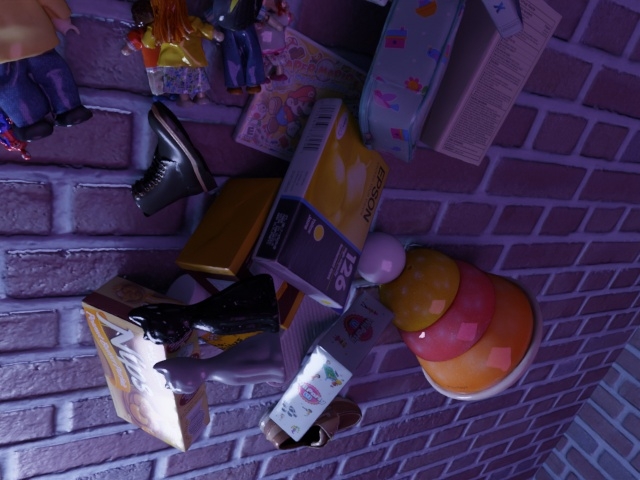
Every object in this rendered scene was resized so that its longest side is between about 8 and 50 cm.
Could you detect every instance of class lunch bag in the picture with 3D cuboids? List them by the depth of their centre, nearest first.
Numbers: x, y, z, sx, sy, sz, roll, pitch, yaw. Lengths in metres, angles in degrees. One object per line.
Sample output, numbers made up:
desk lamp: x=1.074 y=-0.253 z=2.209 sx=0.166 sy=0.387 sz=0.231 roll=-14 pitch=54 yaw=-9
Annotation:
lunch bag: x=0.146 y=-0.274 z=0.788 sx=0.224 sy=0.107 sz=0.280 roll=38 pitch=73 yaw=-82

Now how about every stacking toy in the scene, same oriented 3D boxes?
stacking toy: x=0.265 y=0.133 z=1.147 sx=0.479 sy=0.351 sz=0.351 roll=39 pitch=97 yaw=-26

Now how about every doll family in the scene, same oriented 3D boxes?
doll family: x=-0.146 y=-0.287 z=0.676 sx=0.262 sy=0.118 sz=0.163 roll=-16 pitch=125 yaw=-15

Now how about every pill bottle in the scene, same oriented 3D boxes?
pill bottle: x=-0.203 y=0.149 z=0.956 sx=0.117 sy=0.118 sz=0.208 roll=-46 pitch=133 yaw=4

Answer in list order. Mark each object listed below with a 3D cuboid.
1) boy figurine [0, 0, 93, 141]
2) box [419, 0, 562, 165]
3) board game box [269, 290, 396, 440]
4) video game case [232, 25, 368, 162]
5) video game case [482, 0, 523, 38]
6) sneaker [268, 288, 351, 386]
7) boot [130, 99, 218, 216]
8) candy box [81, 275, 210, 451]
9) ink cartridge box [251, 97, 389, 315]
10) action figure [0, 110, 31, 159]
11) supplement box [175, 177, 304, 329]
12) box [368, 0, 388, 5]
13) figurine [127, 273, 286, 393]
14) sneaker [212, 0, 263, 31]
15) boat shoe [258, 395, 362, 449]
boy figurine: x=-0.390 y=-0.263 z=0.568 sx=0.177 sy=0.092 sz=0.285 roll=-37 pitch=134 yaw=-29
box: x=0.308 y=-0.322 z=0.936 sx=0.147 sy=0.121 sz=0.311 roll=11 pitch=115 yaw=-36
board game box: x=0.026 y=0.289 z=1.094 sx=0.224 sy=0.097 sz=0.304 roll=-39 pitch=163 yaw=-50
video game case: x=-0.019 y=-0.237 z=0.863 sx=0.226 sy=0.026 sz=0.207 roll=15 pitch=112 yaw=-37
video game case: x=0.195 y=-0.494 z=0.652 sx=0.036 sy=0.329 sz=0.299 roll=-16 pitch=145 yaw=36
sneaker: x=-0.057 y=0.171 z=1.060 sx=0.102 sy=0.161 sz=0.282 roll=44 pitch=77 yaw=-18
boot: x=-0.255 y=-0.112 z=0.750 sx=0.136 sy=0.077 sz=0.198 roll=-28 pitch=148 yaw=-5
candy box: x=-0.316 y=0.237 z=0.898 sx=0.087 sy=0.182 sz=0.317 roll=-47 pitch=148 yaw=-50
ink cartridge box: x=0.037 y=-0.041 z=0.884 sx=0.307 sy=0.072 sz=0.304 roll=38 pitch=66 yaw=-48
action figure: x=-0.442 y=-0.160 z=0.660 sx=0.038 sy=0.030 sz=0.115 roll=-34 pitch=134 yaw=-13
supplement box: x=-0.112 y=0.022 z=0.860 sx=0.194 sy=0.129 sz=0.192 roll=55 pitch=50 yaw=-42
box: x=0.051 y=-0.472 z=0.680 sx=0.181 sy=0.119 sz=0.181 roll=18 pitch=110 yaw=-38
figurine: x=-0.166 y=0.160 z=0.747 sx=0.209 sy=0.092 sz=0.215 roll=-9 pitch=131 yaw=-8
sneaker: x=-0.122 y=-0.391 z=0.577 sx=0.121 sy=0.300 sz=0.111 roll=1 pitch=165 yaw=-9
boat shoe: x=-0.012 y=0.520 z=1.327 sx=0.324 sy=0.116 sz=0.123 roll=4 pitch=119 yaw=-33
